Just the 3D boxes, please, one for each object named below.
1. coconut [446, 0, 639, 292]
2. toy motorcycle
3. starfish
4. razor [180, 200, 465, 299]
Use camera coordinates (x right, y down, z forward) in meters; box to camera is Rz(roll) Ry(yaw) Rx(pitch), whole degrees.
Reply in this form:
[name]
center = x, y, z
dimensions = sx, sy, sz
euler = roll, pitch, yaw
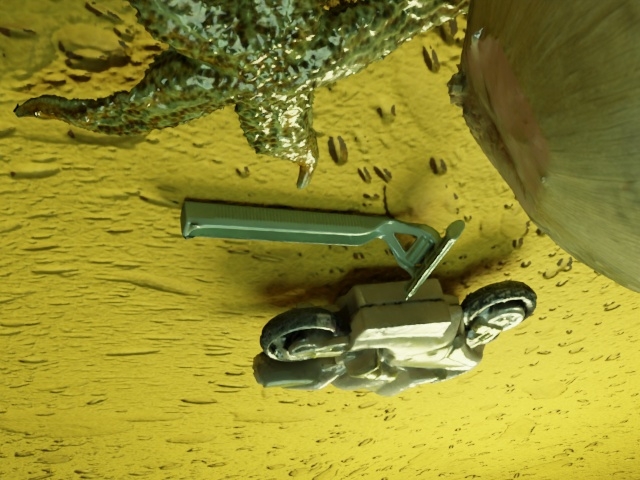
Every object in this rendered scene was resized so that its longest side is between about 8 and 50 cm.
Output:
[coconut]
center = 0.215, -0.107, 0.438
dimensions = 0.254, 0.297, 0.297
euler = -17, 148, -11
[toy motorcycle]
center = 0.086, 0.126, 0.942
dimensions = 0.340, 0.108, 0.223
euler = -5, 147, -14
[starfish]
center = -0.043, -0.152, 0.518
dimensions = 0.347, 0.078, 0.358
euler = 10, 142, -24
[razor]
center = -0.002, -0.009, 0.770
dimensions = 0.277, 0.056, 0.111
euler = 10, 141, -17
